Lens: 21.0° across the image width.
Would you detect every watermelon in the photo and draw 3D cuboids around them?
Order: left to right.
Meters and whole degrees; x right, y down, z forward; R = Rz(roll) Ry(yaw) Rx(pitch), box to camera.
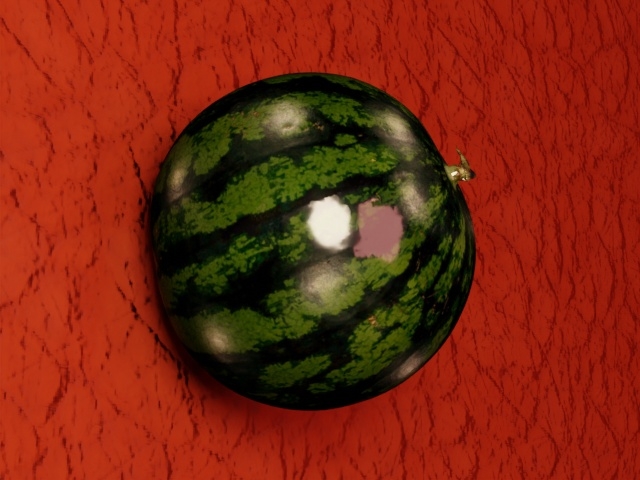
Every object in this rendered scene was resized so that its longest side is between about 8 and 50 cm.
[{"bbox_3d":[-0.005,0.002,1.342,0.269,0.269,0.269,17,68,-50],"label":"watermelon"}]
